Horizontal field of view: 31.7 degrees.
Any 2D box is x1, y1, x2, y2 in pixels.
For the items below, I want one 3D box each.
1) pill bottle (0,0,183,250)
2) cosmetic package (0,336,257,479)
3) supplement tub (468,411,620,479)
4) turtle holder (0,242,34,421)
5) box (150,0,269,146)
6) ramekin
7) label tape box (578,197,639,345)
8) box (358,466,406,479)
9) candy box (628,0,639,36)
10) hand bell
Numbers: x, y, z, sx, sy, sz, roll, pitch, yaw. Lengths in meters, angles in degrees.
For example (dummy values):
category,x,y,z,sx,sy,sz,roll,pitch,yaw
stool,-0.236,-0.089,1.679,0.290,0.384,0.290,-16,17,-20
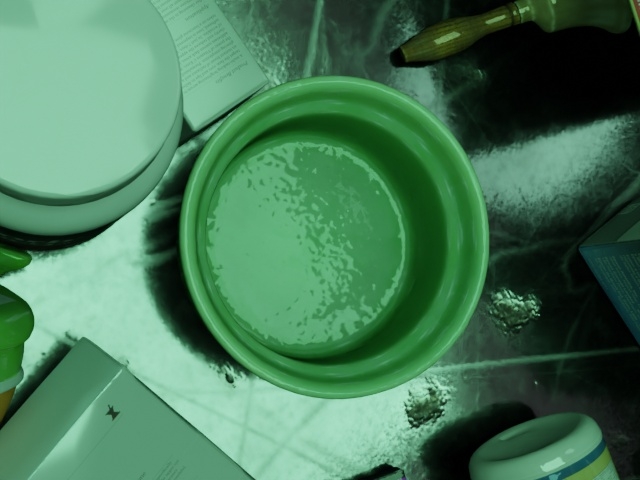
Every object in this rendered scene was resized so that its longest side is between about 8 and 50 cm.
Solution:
category,x,y,z,sx,sy,sz,roll,pitch,yaw
pill bottle,-0.229,-0.103,0.947,0.210,0.363,0.210,1,86,-15
cosmetic package,-0.228,0.319,1.006,0.377,0.097,0.284,-50,128,-13
supplement tub,0.252,0.295,1.173,0.144,0.144,0.200,-23,93,-16
turtle holder,-0.415,0.096,0.950,0.320,0.243,0.228,13,98,-19
box,-0.145,-0.189,1.097,0.091,0.130,0.170,-36,97,-16
ramekin,0.000,0.000,1.117,0.303,0.148,0.304,1,86,-16
label tape box,0.436,0.067,1.141,0.106,0.333,0.241,-36,97,-15
box,0.054,0.332,1.175,0.116,0.029,0.162,-17,90,-15
candy box,0.379,-0.289,1.160,0.122,0.317,0.268,-16,91,22
hand bell,0.201,-0.242,1.228,0.242,0.126,0.126,-22,93,-4
